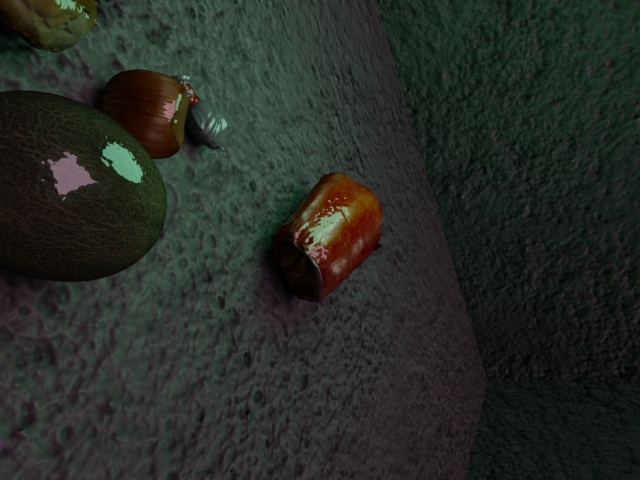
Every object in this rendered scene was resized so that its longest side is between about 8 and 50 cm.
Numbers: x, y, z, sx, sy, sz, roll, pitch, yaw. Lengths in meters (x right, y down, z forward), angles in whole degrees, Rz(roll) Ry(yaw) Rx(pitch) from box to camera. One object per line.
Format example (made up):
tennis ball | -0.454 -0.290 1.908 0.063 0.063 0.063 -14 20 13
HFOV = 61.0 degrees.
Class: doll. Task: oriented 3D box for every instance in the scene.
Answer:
doll | -0.246 -0.259 1.113 0.180 0.079 0.094 61 10 -8

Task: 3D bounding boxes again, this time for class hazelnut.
hazelnut | -0.304 -0.220 0.942 0.150 0.150 0.150 21 65 -56

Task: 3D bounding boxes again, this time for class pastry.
pastry | -0.410 -0.386 0.747 0.236 0.120 0.257 60 6 -6

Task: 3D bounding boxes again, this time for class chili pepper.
chili pepper | 0.000 0.000 1.361 0.305 0.229 0.251 -42 158 -41

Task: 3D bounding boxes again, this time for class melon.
melon | -0.345 -0.065 0.731 0.301 0.237 0.238 31 57 -56

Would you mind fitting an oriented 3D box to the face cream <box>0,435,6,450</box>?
face cream | -0.481 0.300 0.576 0.274 0.096 0.154 -51 130 -35
